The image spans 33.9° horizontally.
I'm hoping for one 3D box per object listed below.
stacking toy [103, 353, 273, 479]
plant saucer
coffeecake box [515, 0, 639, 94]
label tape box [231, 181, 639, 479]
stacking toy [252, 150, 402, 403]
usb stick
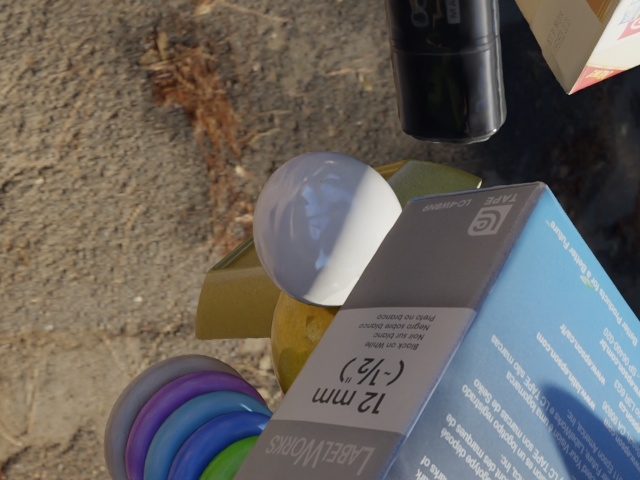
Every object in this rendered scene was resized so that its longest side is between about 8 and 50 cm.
[{"bbox_3d":[-0.042,0.194,0.781,0.141,0.330,0.141,-7,105,-30],"label":"stacking toy"},{"bbox_3d":[0.000,0.000,1.408,0.333,0.333,0.081,-42,108,-30],"label":"plant saucer"},{"bbox_3d":[0.182,-0.148,0.422,0.186,0.142,0.068,-23,74,-7],"label":"coffeecake box"},{"bbox_3d":[0.070,0.178,0.557,0.249,0.115,0.347,50,60,-27],"label":"label tape box"},{"bbox_3d":[0.075,0.095,0.929,0.350,0.351,0.479,-60,144,-30],"label":"stacking toy"},{"bbox_3d":[0.073,-0.184,0.669,0.045,0.077,0.278,-62,149,-48],"label":"usb stick"}]
